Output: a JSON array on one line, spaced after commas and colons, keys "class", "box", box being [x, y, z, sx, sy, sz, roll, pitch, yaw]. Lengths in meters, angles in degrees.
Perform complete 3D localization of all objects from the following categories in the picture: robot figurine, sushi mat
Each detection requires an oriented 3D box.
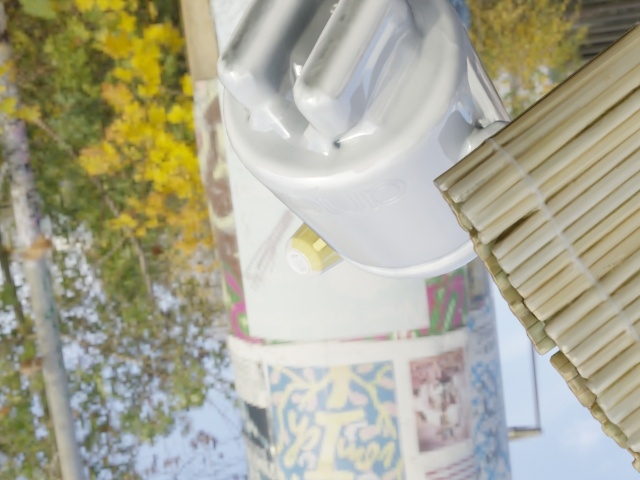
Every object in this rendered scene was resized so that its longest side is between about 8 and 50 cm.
[{"class": "robot figurine", "box": [0.052, -0.089, 0.843, 0.300, 0.200, 0.353, 26, 171, 32]}, {"class": "sushi mat", "box": [0.204, -0.054, 0.346, 0.316, 0.151, 0.019, -38, -178, 0]}]

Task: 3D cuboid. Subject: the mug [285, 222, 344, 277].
[{"class": "mug", "box": [-0.003, 0.000, 1.020, 0.062, 0.078, 0.064, 31, -128, 26]}]
